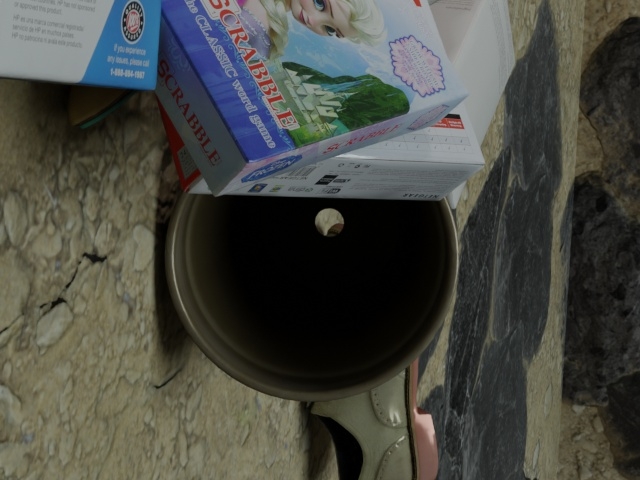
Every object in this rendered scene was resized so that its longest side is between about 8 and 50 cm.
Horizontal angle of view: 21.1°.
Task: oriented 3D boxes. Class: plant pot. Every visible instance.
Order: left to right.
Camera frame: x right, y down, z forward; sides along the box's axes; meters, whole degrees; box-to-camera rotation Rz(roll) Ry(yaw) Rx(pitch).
[{"bbox_3d":[0.000,0.000,1.999,0.280,0.323,0.323,-62,155,-81],"label":"plant pot"}]

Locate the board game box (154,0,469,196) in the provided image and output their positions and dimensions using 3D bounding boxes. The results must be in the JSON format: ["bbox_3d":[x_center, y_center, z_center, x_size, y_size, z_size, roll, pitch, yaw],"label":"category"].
[{"bbox_3d":[-0.050,-0.225,1.632,0.318,0.066,0.319,-22,78,-45],"label":"board game box"}]

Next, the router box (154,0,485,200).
[{"bbox_3d":[-0.019,-0.193,1.744,0.335,0.082,0.301,1,63,-38],"label":"router box"}]

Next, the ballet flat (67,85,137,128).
[{"bbox_3d":[-0.201,-0.181,1.707,0.073,0.080,0.232,59,29,-13],"label":"ballet flat"}]

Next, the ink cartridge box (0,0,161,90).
[{"bbox_3d":[-0.246,-0.327,1.384,0.285,0.166,0.395,-5,101,-70],"label":"ink cartridge box"}]

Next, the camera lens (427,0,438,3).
[{"bbox_3d":[0.074,-0.384,2.145,0.274,0.219,0.219,-37,130,-63],"label":"camera lens"}]

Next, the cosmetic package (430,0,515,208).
[{"bbox_3d":[0.165,-0.235,2.520,0.365,0.155,0.197,-62,149,-44],"label":"cosmetic package"}]

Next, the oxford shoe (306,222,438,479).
[{"bbox_3d":[0.049,0.176,2.353,0.146,0.140,0.397,-21,102,-23],"label":"oxford shoe"}]
